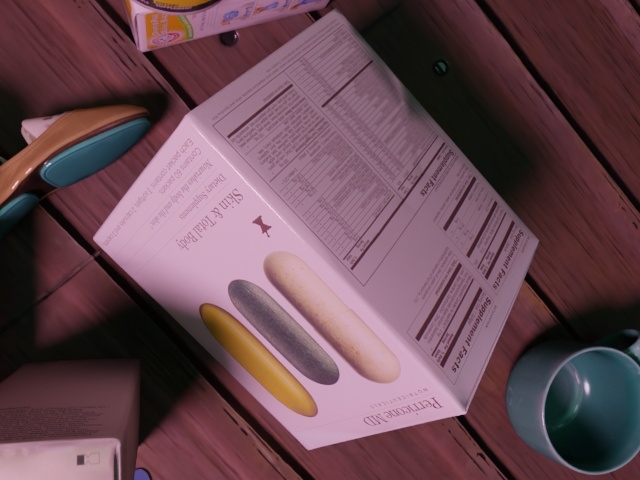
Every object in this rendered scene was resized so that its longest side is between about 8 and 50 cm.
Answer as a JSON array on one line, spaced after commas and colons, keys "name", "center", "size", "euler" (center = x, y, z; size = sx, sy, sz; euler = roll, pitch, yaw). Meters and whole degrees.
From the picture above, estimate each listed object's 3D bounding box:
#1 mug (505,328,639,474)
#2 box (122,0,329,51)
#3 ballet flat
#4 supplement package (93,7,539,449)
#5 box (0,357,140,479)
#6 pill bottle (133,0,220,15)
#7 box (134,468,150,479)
[{"name": "mug", "center": [0.279, 0.169, 0.671], "size": [0.158, 0.097, 0.129], "euler": [-8, 90, -15]}, {"name": "box", "center": [-0.092, -0.269, 0.589], "size": [0.203, 0.103, 0.114], "euler": [-19, 93, -14]}, {"name": "ballet flat", "center": [-0.263, -0.067, 0.555], "size": [0.232, 0.080, 0.073], "euler": [-40, 86, -13]}, {"name": "supplement package", "center": [0.000, 0.000, 0.521], "size": [0.262, 0.199, 0.198], "euler": [47, 48, -8]}, {"name": "box", "center": [-0.194, 0.155, 0.460], "size": [0.113, 0.275, 0.094], "euler": [0, 89, -13]}, {"name": "pill bottle", "center": [-0.099, -0.246, 0.425], "size": [0.119, 0.208, 0.119], "euler": [0, 88, -14]}, {"name": "box", "center": [-0.186, 0.346, 0.580], "size": [0.137, 0.036, 0.225], "euler": [-22, 92, -14]}]
